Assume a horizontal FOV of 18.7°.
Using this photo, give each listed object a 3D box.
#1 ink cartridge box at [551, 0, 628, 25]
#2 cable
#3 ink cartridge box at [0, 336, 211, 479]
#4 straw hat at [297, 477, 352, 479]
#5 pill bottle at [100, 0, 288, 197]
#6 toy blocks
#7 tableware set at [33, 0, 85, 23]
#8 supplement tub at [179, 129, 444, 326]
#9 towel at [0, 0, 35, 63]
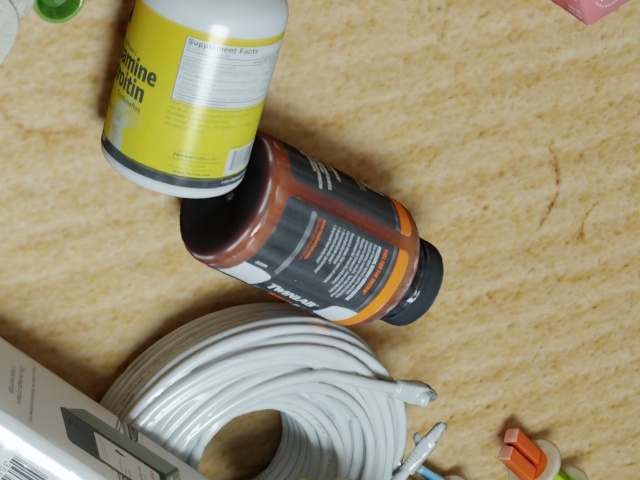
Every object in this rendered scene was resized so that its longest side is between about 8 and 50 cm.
[{"bbox_3d":[0.197,-0.270,1.402,0.115,0.067,0.198,-33,128,-8],"label":"ink cartridge box"},{"bbox_3d":[-0.059,0.165,1.499,0.257,0.089,0.257,32,100,-38],"label":"cable"},{"bbox_3d":[-0.209,0.210,1.353,0.273,0.115,0.198,37,106,-20],"label":"ink cartridge box"},{"bbox_3d":[0.004,0.208,1.457,0.144,0.144,0.061,24,62,-37],"label":"straw hat"},{"bbox_3d":[-0.080,-0.129,1.297,0.103,0.103,0.184,0,120,-30],"label":"pill bottle"},{"bbox_3d":[0.148,0.211,1.665,0.123,0.054,0.148,-47,129,3],"label":"toy blocks"},{"bbox_3d":[-0.133,-0.212,1.276,0.154,0.024,0.104,-32,129,-10],"label":"tableware set"},{"bbox_3d":[0.000,0.000,1.424,0.198,0.106,0.106,26,102,-37],"label":"supplement tub"},{"bbox_3d":[-0.328,-0.102,1.215,0.282,0.049,0.187,-47,128,3],"label":"towel"}]
